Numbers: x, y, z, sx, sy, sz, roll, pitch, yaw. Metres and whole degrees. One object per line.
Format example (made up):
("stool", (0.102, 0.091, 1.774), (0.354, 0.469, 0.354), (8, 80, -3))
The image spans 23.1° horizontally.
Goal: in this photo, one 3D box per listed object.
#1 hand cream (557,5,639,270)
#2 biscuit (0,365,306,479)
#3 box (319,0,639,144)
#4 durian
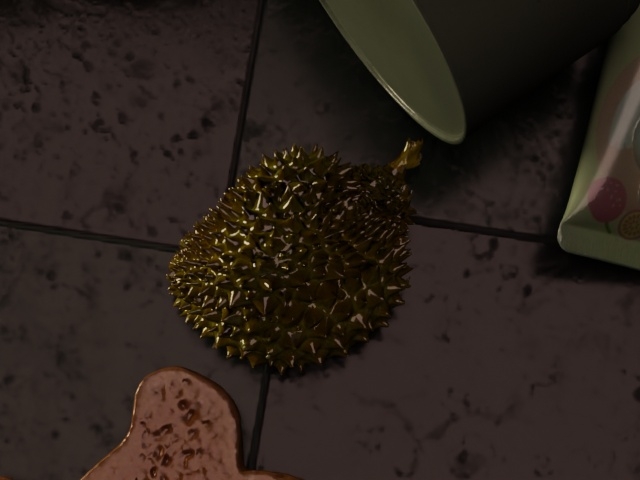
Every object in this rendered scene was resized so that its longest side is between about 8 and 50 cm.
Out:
("hand cream", (0.251, -0.128, 1.104), (0.147, 0.093, 0.306), (13, 84, -22))
("biscuit", (-0.158, 0.233, 1.042), (0.324, 0.049, 0.205), (-41, 81, -9))
("box", (0.087, -0.197, 1.040), (0.149, 0.226, 0.226), (-35, 82, -7))
("durian", (0.000, 0.000, 1.067), (0.208, 0.102, 0.146), (-39, 76, -12))
